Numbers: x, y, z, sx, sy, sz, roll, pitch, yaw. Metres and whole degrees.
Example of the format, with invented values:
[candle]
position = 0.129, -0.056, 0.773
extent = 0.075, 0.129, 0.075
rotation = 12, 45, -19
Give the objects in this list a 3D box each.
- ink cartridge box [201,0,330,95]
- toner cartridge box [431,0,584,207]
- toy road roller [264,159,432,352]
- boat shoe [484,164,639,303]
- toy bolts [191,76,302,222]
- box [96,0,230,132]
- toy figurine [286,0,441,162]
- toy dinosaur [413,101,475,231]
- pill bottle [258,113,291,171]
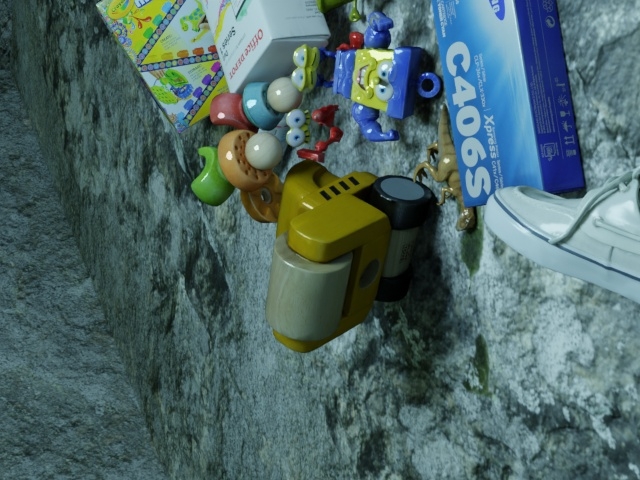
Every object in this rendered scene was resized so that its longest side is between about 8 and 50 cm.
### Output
[ink cartridge box]
position = -0.110, -0.416, 1.626
extent = 0.201, 0.117, 0.278
rotation = -40, 65, 58
[toner cartridge box]
position = 0.239, -0.224, 1.244
extent = 0.165, 0.075, 0.347
rotation = -9, 90, 60
[toy road roller]
position = 0.000, 0.000, 1.490
extent = 0.241, 0.330, 0.202
rotation = 30, 127, 28
[boat shoe]
position = 0.347, -0.022, 1.026
extent = 0.367, 0.136, 0.156
rotation = 30, 118, 41
[toy bolts]
position = -0.085, -0.158, 1.576
extent = 0.159, 0.218, 0.228
rotation = -20, 54, 36
[box]
position = -0.292, -0.385, 1.868
extent = 0.279, 0.177, 0.290
rotation = 58, 175, -15
[toy figurine]
position = 0.099, -0.286, 1.472
extent = 0.217, 0.191, 0.362
rotation = 16, 107, 26
[toy dinosaur]
position = 0.188, -0.119, 1.386
extent = 0.112, 0.064, 0.211
rotation = 14, 130, 52
[pill bottle]
position = -0.105, -0.205, 1.858
extent = 0.087, 0.087, 0.160
rotation = 61, 145, 32
